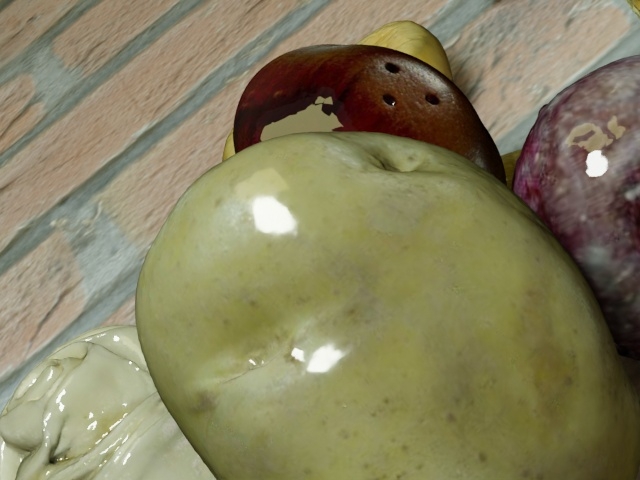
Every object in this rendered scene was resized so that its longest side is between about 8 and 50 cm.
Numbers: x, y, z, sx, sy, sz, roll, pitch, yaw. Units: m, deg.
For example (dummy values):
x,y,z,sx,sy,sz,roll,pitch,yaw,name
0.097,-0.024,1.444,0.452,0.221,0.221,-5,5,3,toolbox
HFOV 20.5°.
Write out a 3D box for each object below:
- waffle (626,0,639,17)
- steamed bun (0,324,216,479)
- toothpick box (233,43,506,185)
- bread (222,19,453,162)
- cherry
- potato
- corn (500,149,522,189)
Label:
x,y,z,sx,sy,sz,roll,pitch,yaw,name
0.311,-0.210,1.331,0.168,0.057,0.274,-33,15,9,waffle
-0.164,0.149,1.345,0.211,0.144,0.218,-26,32,23,steamed bun
0.000,0.000,1.234,0.192,0.192,0.294,-78,15,-48,toothpick box
0.020,-0.095,1.520,0.217,0.098,0.147,-31,26,6,bread
0.211,-0.020,1.110,0.195,0.195,0.195,-29,30,19,cherry
0.046,0.081,1.015,0.243,0.326,0.221,-40,2,6,potato
0.137,0.028,1.229,0.086,0.086,0.288,-27,29,22,corn
